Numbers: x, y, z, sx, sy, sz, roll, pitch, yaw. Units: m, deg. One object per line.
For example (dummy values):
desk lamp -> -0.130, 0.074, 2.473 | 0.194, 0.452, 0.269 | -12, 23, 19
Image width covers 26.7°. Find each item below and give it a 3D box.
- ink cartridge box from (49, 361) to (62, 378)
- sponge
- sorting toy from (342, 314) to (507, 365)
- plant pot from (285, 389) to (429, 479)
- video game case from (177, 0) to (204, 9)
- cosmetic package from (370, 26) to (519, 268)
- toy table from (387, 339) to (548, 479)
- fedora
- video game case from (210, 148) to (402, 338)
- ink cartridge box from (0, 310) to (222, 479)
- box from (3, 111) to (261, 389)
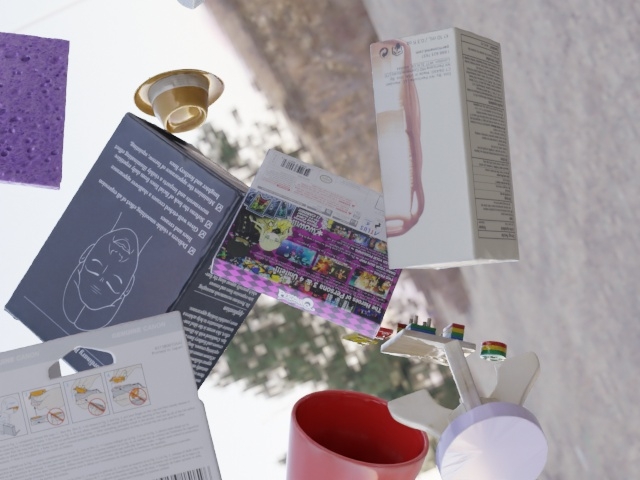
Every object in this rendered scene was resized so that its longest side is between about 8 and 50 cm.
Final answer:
ink cartridge box -> -0.557, 0.244, 2.410 | 0.109, 0.150, 0.063 | 5, -108, -63
sponge -> -0.404, -0.176, 1.825 | 0.031, 0.117, 0.210 | 148, 125, -73
sorting toy -> 0.180, 0.171, 2.354 | 0.132, 0.275, 0.046 | 130, 150, -67
plant pot -> 0.050, 0.453, 2.557 | 0.275, 0.275, 0.243 | -104, 25, -66
video game case -> -0.053, -0.332, 1.189 | 0.023, 0.193, 0.212 | 31, 141, 13
cosmetic package -> 0.162, -0.113, 1.749 | 0.153, 0.129, 0.296 | 5, -101, -60
toy table -> 0.248, 0.286, 2.135 | 0.274, 0.252, 0.161 | 88, 167, -52
fedora -> -0.275, -0.266, 2.654 | 0.194, 0.194, 0.079 | 55, -156, -66
video game case -> 0.000, 0.000, 1.780 | 0.042, 0.232, 0.210 | 109, -176, -52
ink cartridge box -> -0.279, 0.234, 1.670 | 0.060, 0.275, 0.238 | 139, 118, -81
box -> -0.274, 0.044, 2.223 | 0.293, 0.395, 0.212 | 36, -176, 31
